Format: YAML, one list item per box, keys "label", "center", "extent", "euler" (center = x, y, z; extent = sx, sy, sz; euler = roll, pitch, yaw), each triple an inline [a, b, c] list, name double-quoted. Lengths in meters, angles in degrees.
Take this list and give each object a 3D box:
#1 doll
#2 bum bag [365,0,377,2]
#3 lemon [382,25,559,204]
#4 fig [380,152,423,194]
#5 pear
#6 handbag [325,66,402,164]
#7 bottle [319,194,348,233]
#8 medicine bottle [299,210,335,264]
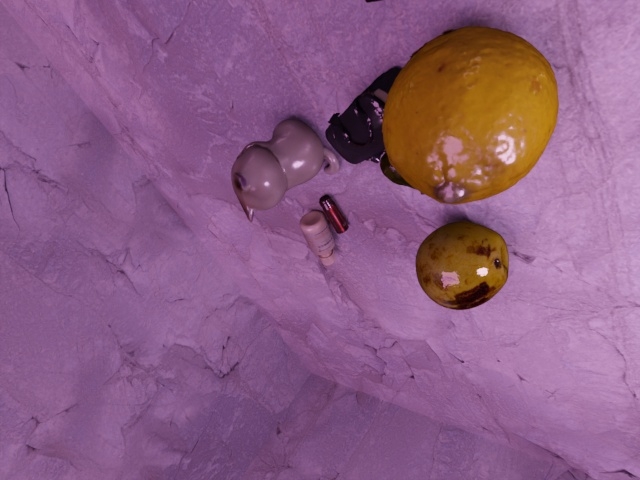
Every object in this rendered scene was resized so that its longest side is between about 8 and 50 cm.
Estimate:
- label: "doll"
  center: [-0.141, -0.250, 1.441]
  extent: [0.226, 0.370, 0.215]
  euler: [46, 154, 26]
- label: "bum bag"
  center: [0.098, -0.629, 0.889]
  extent: [0.102, 0.069, 0.248]
  euler: [-12, 125, 24]
- label: "lemon"
  center: [0.302, -0.244, 0.901]
  extent: [0.349, 0.388, 0.350]
  euler: [12, 150, 7]
- label: "fig"
  center: [0.257, -0.205, 1.280]
  extent: [0.177, 0.117, 0.117]
  euler: [35, 155, -29]
- label: "pear"
  center: [0.430, 0.078, 1.314]
  extent: [0.283, 0.284, 0.284]
  euler: [28, 149, 18]
- label: "handbag"
  center: [0.144, -0.315, 1.160]
  extent: [0.181, 0.181, 0.254]
  euler: [47, 150, -13]
- label: "bottle"
  center: [0.049, -0.104, 1.688]
  extent: [0.060, 0.060, 0.164]
  euler: [3, 135, 46]
- label: "medicine bottle"
  center: [0.000, 0.000, 1.827]
  extent: [0.114, 0.114, 0.252]
  euler: [15, 143, 35]
